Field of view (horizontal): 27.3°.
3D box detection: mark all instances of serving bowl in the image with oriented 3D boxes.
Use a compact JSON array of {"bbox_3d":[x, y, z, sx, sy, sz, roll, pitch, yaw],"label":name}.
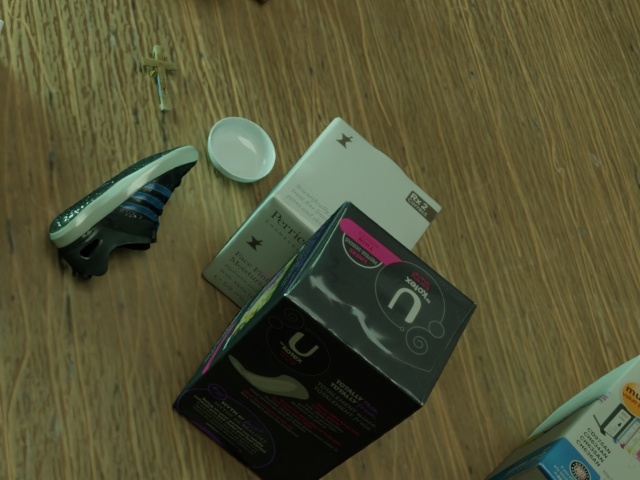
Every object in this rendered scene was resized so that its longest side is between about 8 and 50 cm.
[{"bbox_3d":[-0.095,-0.100,1.518,0.083,0.027,0.083,15,55,-23],"label":"serving bowl"}]

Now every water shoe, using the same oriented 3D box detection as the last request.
[{"bbox_3d":[-0.199,-0.030,1.400,0.203,0.073,0.080,-38,107,-36],"label":"water shoe"}]

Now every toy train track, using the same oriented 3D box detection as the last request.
[{"bbox_3d":[-0.186,-0.186,1.527,0.048,0.014,0.083,6,65,-36],"label":"toy train track"}]

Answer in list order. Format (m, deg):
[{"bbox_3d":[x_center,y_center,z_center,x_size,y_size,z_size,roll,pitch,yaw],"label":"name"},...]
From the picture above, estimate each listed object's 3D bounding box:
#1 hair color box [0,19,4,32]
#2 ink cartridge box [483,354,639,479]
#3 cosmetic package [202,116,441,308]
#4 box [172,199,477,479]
[{"bbox_3d":[-0.399,-0.172,1.364,0.093,0.053,0.167,22,52,-17],"label":"hair color box"},{"bbox_3d":[0.305,0.272,1.441,0.171,0.168,0.233,50,49,6],"label":"ink cartridge box"},{"bbox_3d":[0.000,0.000,1.413,0.151,0.183,0.151,41,50,-3],"label":"cosmetic package"},{"bbox_3d":[-0.001,0.113,1.287,0.165,0.270,0.143,39,50,-6],"label":"box"}]
